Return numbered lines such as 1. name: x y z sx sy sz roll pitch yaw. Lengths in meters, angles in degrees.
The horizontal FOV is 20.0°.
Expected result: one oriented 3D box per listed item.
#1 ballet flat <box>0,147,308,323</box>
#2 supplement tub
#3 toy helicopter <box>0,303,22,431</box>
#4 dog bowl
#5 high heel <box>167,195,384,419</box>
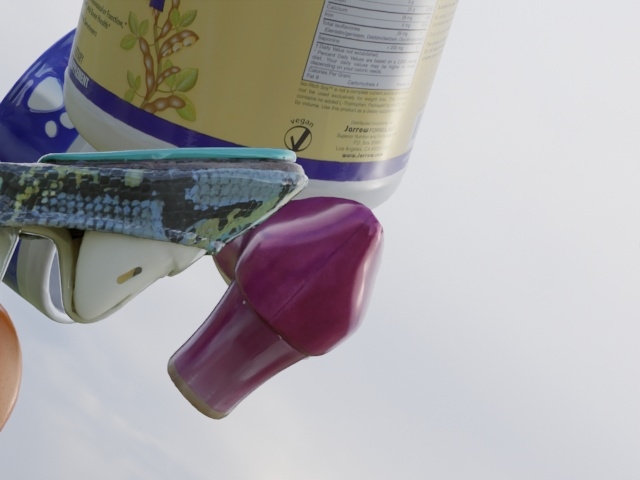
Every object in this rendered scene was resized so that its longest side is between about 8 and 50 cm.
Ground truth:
1. ballet flat: -0.098 -0.001 0.601 0.188 0.070 0.070 1 -15 -7
2. supplement tub: -0.019 -0.205 1.178 0.241 0.331 0.241 14 20 -5
3. toy helicopter: -0.289 -0.006 0.694 0.140 0.235 0.355 15 -44 46
4. dog bowl: -0.185 -0.064 1.555 0.104 0.265 0.265 35 -16 16
5. high heel: 0.000 0.000 0.867 0.082 0.117 0.244 47 17 0
